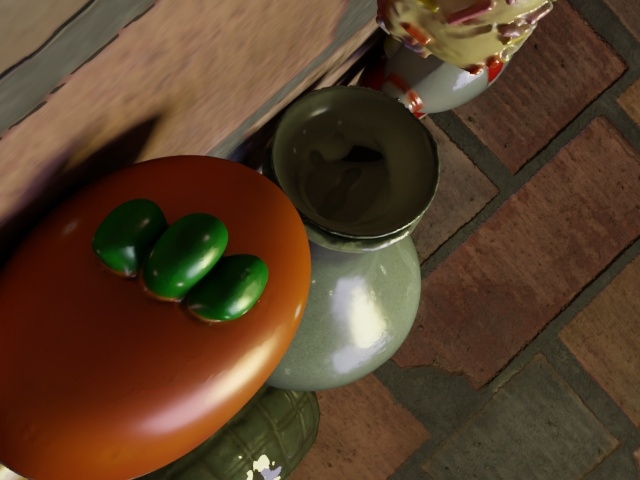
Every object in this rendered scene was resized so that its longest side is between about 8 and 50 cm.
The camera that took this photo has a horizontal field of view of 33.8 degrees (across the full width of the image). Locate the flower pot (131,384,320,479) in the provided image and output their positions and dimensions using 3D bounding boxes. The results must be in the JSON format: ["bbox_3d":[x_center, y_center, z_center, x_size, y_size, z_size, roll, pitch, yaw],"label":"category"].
[{"bbox_3d":[-0.149,0.172,0.993,0.302,0.213,0.302,-42,-179,1],"label":"flower pot"}]

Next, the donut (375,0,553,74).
[{"bbox_3d":[0.089,-0.132,0.418,0.166,0.065,0.108,-45,178,19],"label":"donut"}]

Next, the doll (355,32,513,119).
[{"bbox_3d":[0.076,-0.125,0.749,0.142,0.076,0.245,-44,-175,-11],"label":"doll"}]

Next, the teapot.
[{"bbox_3d":[0.000,0.000,0.749,0.183,0.183,0.251,-43,171,-23],"label":"teapot"}]

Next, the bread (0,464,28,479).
[{"bbox_3d":[-0.199,0.131,0.667,0.189,0.077,0.114,-42,160,-44],"label":"bread"}]

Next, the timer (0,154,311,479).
[{"bbox_3d":[-0.061,0.021,0.363,0.136,0.099,0.136,-54,176,-5],"label":"timer"}]
